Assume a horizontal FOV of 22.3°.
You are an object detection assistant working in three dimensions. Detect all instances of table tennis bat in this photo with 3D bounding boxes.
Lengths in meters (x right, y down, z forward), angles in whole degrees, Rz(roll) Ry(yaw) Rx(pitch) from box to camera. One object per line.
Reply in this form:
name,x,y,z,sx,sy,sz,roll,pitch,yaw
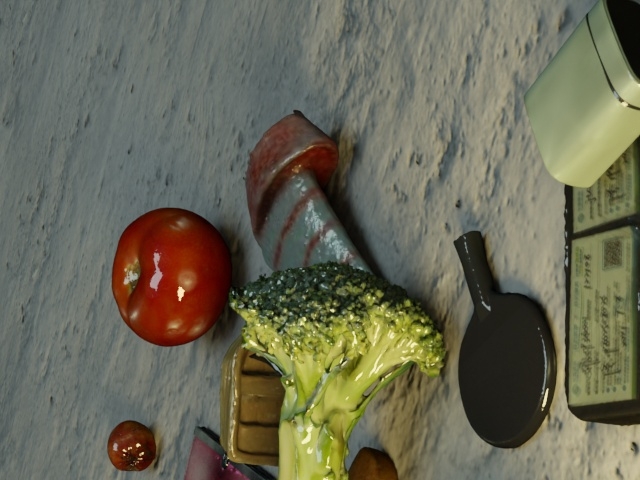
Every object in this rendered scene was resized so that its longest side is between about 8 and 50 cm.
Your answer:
table tennis bat,0.174,0.094,1.622,0.150,0.027,0.236,-50,43,44

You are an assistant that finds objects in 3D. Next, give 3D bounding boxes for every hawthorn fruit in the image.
hawthorn fruit,-0.270,0.293,2.321,0.077,0.077,0.077,-25,61,57

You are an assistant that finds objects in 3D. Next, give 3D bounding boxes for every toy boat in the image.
toy boat,0.000,0.000,1.925,0.282,0.096,0.206,56,135,35
toy boat,-0.061,0.171,1.931,0.061,0.116,0.188,178,98,-67

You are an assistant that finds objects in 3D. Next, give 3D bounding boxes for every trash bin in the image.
trash bin,0.241,-0.130,1.416,0.130,0.059,0.116,-53,37,42

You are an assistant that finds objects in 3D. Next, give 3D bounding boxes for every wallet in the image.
wallet,-0.123,0.328,2.090,0.232,0.025,0.119,22,102,61

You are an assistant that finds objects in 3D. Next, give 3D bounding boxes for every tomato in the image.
tomato,-0.197,0.050,2.185,0.195,0.136,0.195,-17,70,57

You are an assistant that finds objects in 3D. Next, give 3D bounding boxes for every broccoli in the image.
broccoli,0.002,0.195,1.694,0.252,0.221,0.361,-38,51,49

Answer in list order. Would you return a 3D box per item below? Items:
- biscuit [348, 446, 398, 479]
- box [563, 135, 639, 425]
biscuit,0.022,0.390,1.793,0.301,0.043,0.278,-43,46,49
box,0.292,-0.020,1.410,0.211,0.058,0.350,-20,66,60
